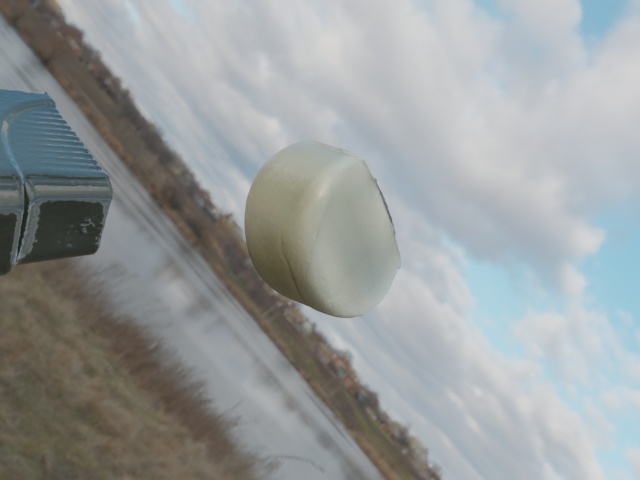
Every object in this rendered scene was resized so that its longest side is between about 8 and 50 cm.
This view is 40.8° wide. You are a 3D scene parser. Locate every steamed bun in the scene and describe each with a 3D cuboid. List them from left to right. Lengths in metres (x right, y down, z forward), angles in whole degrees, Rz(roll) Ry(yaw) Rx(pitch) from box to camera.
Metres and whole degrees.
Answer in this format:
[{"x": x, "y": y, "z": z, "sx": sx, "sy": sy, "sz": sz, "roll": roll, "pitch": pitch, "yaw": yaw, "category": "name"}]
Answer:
[{"x": 0.000, "y": 0.000, "z": 1.169, "sx": 0.146, "sy": 0.164, "sz": 0.241, "roll": 20, "pitch": -36, "yaw": 39, "category": "steamed bun"}]

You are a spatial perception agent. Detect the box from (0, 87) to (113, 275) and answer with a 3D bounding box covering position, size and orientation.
[{"x": -0.339, "y": -0.071, "z": 0.889, "sx": 0.274, "sy": 0.178, "sz": 0.138, "roll": 47, "pitch": -52, "yaw": 40, "category": "box"}]
